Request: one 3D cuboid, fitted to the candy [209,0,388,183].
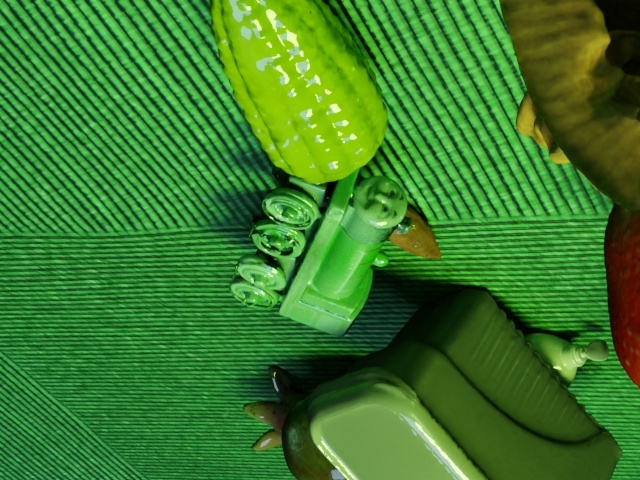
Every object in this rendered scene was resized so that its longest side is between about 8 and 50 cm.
[{"bbox_3d":[-0.023,-0.125,1.322,0.096,0.097,0.209,-2,146,23],"label":"candy"}]

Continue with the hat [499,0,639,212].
[{"bbox_3d":[0.206,-0.120,1.160,0.244,0.234,0.233,7,177,-2],"label":"hat"}]

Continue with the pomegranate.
[{"bbox_3d":[0.018,0.189,1.913,0.152,0.131,0.191,28,172,-42],"label":"pomegranate"}]

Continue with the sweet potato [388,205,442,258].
[{"bbox_3d":[0.072,-0.007,1.587,0.034,0.034,0.095,-7,148,31],"label":"sweet potato"}]

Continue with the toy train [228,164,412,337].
[{"bbox_3d":[0.000,0.000,1.561,0.119,0.085,0.251,22,155,-3],"label":"toy train"}]

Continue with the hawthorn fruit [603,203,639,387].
[{"bbox_3d":[0.294,0.052,1.406,0.196,0.226,0.196,15,156,7],"label":"hawthorn fruit"}]

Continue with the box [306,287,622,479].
[{"bbox_3d":[0.132,0.177,1.694,0.138,0.178,0.274,-24,112,46],"label":"box"}]

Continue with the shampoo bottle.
[{"bbox_3d":[0.203,0.113,1.766,0.152,0.045,0.077,-18,140,43],"label":"shampoo bottle"}]
